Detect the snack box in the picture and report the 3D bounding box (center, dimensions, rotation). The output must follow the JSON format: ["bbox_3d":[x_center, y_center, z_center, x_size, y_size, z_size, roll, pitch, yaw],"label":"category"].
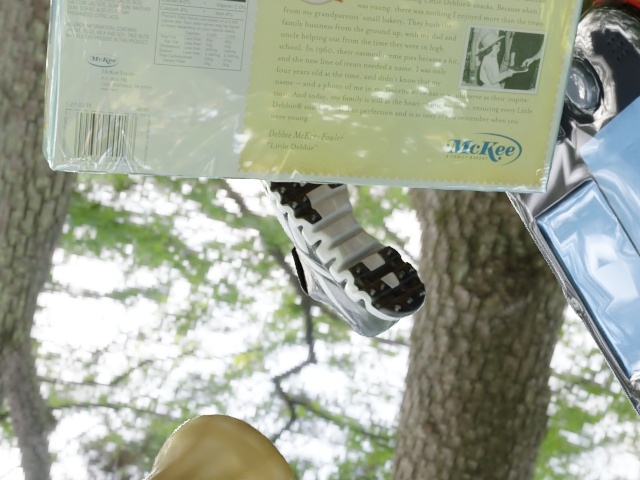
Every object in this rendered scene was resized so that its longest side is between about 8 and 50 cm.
[{"bbox_3d":[0.002,-0.130,0.688,0.322,0.187,0.060,2,-162,-19],"label":"snack box"}]

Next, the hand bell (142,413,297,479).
[{"bbox_3d":[-0.127,0.170,0.547,0.126,0.126,0.242,24,-160,36],"label":"hand bell"}]

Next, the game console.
[{"bbox_3d":[0.285,0.013,0.944,0.060,0.386,0.342,-25,171,-21],"label":"game console"}]

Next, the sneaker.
[{"bbox_3d":[0.000,0.000,1.080,0.078,0.106,0.234,-27,-110,-32],"label":"sneaker"}]
